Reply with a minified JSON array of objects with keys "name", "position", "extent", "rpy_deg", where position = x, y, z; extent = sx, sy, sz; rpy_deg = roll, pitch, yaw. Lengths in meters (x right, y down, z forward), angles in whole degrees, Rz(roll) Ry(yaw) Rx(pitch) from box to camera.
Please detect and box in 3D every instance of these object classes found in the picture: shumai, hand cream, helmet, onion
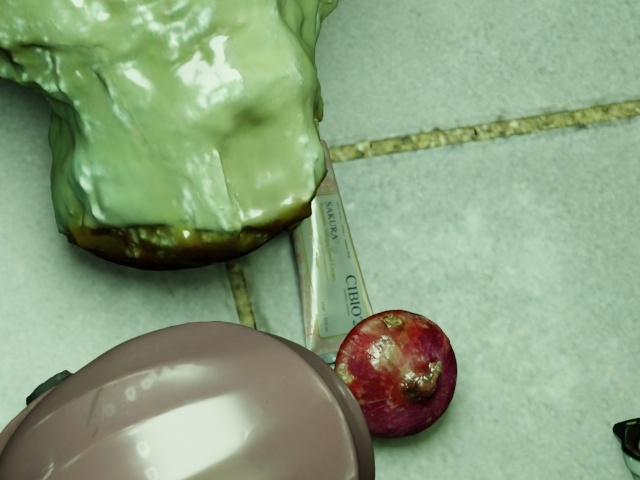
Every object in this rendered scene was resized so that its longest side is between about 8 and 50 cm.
[{"name":"shumai","position":[-0.106,-0.143,1.516],"extent":[0.397,0.324,0.323],"rpy_deg":[-18,91,17]},{"name":"hand cream","position":[0.000,0.000,1.620],"extent":[0.067,0.043,0.210],"rpy_deg":[-9,77,-19]},{"name":"helmet","position":[-0.108,0.193,1.434],"extent":[0.338,0.197,0.271],"rpy_deg":[-22,78,-21]},{"name":"onion","position":[0.064,0.108,1.559],"extent":[0.107,0.097,0.107],"rpy_deg":[1,89,-28]}]

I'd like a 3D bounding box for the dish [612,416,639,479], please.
[{"name":"dish","position":[0.381,0.201,1.529],"extent":[0.303,0.303,0.120],"rpy_deg":[-10,96,-16]}]
